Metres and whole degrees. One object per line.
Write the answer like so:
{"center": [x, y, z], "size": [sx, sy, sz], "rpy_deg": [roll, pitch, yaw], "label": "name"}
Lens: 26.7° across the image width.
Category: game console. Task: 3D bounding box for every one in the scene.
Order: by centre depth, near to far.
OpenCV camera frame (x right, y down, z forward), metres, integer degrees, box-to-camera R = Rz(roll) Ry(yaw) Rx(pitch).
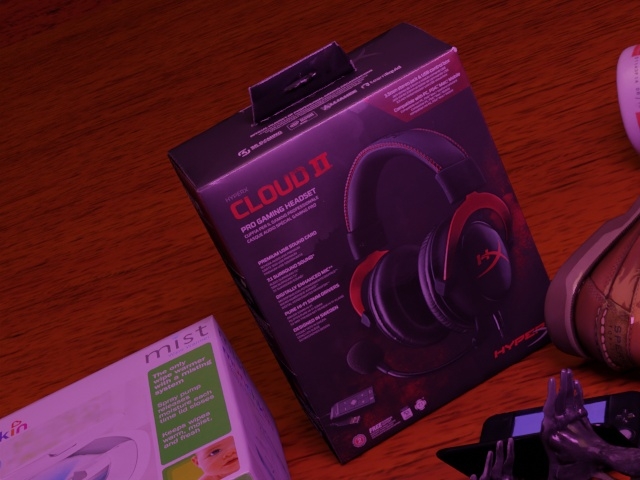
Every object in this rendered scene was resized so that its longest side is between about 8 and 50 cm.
{"center": [0.154, 0.127, 0.931], "size": [0.122, 0.071, 0.107], "rpy_deg": [-13, 29, 24], "label": "game console"}

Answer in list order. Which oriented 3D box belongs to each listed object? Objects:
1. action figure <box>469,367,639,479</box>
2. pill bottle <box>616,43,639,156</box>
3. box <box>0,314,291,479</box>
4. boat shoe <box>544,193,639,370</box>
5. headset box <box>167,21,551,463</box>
{"center": [0.206, 0.162, 0.720], "size": [0.164, 0.140, 0.276], "rpy_deg": [-33, 35, -30], "label": "action figure"}
{"center": [0.369, -0.138, 1.186], "size": [0.194, 0.108, 0.108], "rpy_deg": [-10, 30, 31], "label": "pill bottle"}
{"center": [-0.155, 0.208, 1.006], "size": [0.262, 0.126, 0.231], "rpy_deg": [-26, 27, 2], "label": "box"}
{"center": [0.302, -0.013, 1.034], "size": [0.104, 0.110, 0.307], "rpy_deg": [14, 56, 48], "label": "boat shoe"}
{"center": [0.034, -0.011, 1.043], "size": [0.218, 0.293, 0.110], "rpy_deg": [-29, 26, -8], "label": "headset box"}
